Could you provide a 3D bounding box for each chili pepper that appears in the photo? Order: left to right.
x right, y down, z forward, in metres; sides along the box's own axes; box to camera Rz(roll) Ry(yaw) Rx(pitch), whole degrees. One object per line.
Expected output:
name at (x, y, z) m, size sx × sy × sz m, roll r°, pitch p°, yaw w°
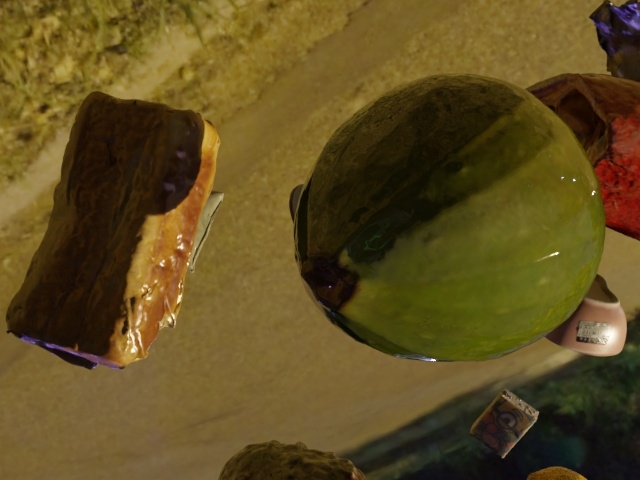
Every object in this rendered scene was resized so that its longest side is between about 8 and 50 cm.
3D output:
chili pepper at (0.421, -0.096, 1.184) m, size 0.305 × 0.229 × 0.251 m, roll 10°, pitch -178°, yaw -11°

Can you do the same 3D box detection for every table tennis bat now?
table tennis bat at (0.000, 0.000, 1.162) m, size 0.013 × 0.156 × 0.087 m, roll -17°, pitch -174°, yaw 30°

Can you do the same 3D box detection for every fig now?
fig at (0.109, -0.009, 0.873) m, size 0.316 × 0.316 × 0.316 m, roll -19°, pitch 162°, yaw -6°

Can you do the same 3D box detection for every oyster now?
oyster at (0.592, -0.326, 1.452) m, size 0.096 × 0.221 × 0.361 m, roll -40°, pitch -164°, yaw -16°

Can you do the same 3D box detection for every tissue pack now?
tissue pack at (0.261, 0.259, 1.265) m, size 0.083 × 0.063 × 0.035 m, roll -56°, pitch 175°, yaw 27°

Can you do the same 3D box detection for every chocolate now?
chocolate at (-0.049, 0.467, 1.575) m, size 0.340 × 0.210 × 0.225 m, roll 7°, pitch -168°, yaw 41°

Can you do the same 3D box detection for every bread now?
bread at (-0.246, -0.012, 1.093) m, size 0.195 × 0.344 × 0.149 m, roll 13°, pitch 168°, yaw 16°

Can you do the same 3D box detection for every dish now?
dish at (0.449, 0.106, 1.556) m, size 0.213 × 0.213 × 0.090 m, roll -4°, pitch 126°, yaw -42°

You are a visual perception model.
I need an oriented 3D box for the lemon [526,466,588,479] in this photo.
lemon at (0.327, 0.370, 1.179) m, size 0.114 × 0.155 × 0.114 m, roll -42°, pitch 179°, yaw -1°

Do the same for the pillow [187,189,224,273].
pillow at (-0.268, -0.025, 1.676) m, size 0.119 × 0.208 × 0.053 m, roll 17°, pitch 145°, yaw 1°
